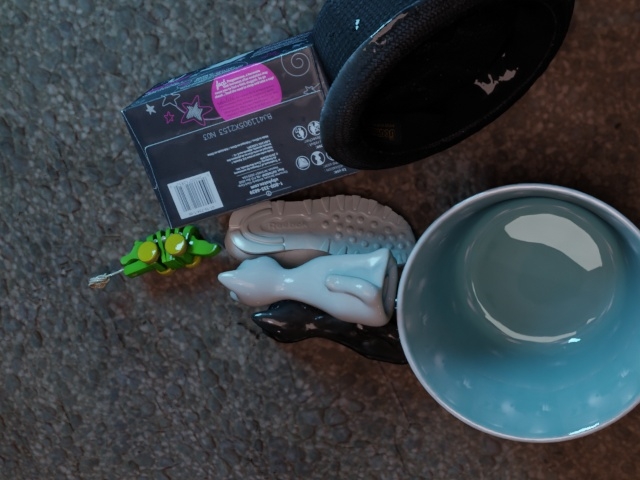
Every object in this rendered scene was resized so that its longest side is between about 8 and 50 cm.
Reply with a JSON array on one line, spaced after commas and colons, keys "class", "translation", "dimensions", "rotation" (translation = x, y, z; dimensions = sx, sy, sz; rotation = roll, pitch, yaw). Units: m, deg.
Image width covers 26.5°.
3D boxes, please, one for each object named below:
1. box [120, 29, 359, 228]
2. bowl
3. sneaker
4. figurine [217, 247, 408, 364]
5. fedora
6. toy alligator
[{"class": "box", "translation": [-0.078, -0.135, 1.613], "dimensions": [0.247, 0.142, 0.163], "rotation": [-16, 106, 19]}, {"class": "bowl", "translation": [0.254, 0.061, 1.594], "dimensions": [0.311, 0.163, 0.312], "rotation": [4, 110, 12]}, {"class": "sneaker", "translation": [0.000, 0.000, 1.680], "dimensions": [0.235, 0.090, 0.095], "rotation": [6, 156, -5]}, {"class": "figurine", "translation": [-0.002, 0.078, 1.650], "dimensions": [0.209, 0.215, 0.092], "rotation": [1, 66, 18]}, {"class": "fedora", "translation": [0.112, -0.226, 1.486], "dimensions": [0.334, 0.334, 0.152], "rotation": [-46, 65, 22]}, {"class": "toy alligator", "translation": [-0.216, 0.015, 1.747], "dimensions": [0.189, 0.056, 0.051], "rotation": [-15, 63, 18]}]
